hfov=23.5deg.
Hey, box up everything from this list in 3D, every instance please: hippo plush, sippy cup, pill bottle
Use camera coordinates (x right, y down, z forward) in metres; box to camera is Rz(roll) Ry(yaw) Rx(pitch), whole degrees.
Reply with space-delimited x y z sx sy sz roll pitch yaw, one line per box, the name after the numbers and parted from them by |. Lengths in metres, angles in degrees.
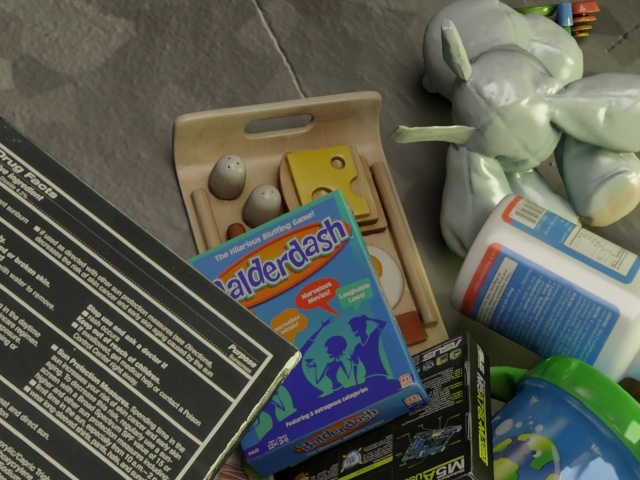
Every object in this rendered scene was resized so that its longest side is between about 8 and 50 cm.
0.172 -0.127 1.554 0.294 0.234 0.237 13 28 -23 | hippo plush
0.182 0.254 1.316 0.224 0.305 0.240 -35 106 -16 | sippy cup
0.241 0.058 1.411 0.221 0.124 0.124 29 59 12 | pill bottle

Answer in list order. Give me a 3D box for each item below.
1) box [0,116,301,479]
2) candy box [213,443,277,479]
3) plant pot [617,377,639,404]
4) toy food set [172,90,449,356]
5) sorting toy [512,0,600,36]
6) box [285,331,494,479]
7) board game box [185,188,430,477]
-0.224 0.124 1.111 0.296 0.183 0.294 38 49 0 | box
-0.109 0.218 1.302 0.159 0.071 0.233 6 54 -49 | candy box
0.377 0.209 1.466 0.236 0.032 0.236 10 49 -12 | plant pot
0.000 0.000 1.474 0.219 0.092 0.306 -9 65 -18 | toy food set
0.262 -0.240 1.698 0.101 0.061 0.042 -6 98 -9 | sorting toy
0.057 0.182 1.314 0.045 0.190 0.184 51 24 -29 | box
-0.016 0.078 1.338 0.160 0.047 0.210 -26 57 6 | board game box
